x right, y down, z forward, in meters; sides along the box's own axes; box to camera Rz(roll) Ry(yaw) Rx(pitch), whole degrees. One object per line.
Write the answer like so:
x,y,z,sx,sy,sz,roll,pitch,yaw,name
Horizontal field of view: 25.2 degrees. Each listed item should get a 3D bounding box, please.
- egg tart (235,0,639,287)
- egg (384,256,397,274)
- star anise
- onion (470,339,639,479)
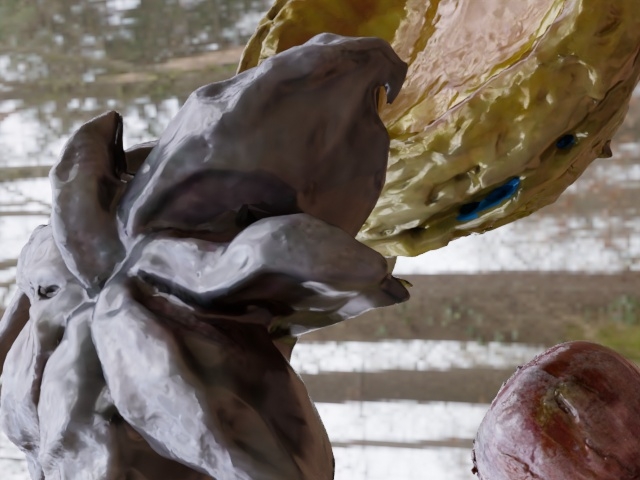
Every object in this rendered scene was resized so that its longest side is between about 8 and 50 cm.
0.104,-0.134,1.069,0.169,0.388,0.388,40,-126,-38,egg tart
0.000,0.000,1.472,0.231,0.169,0.169,-19,-73,-67,egg
-0.089,0.043,0.678,0.139,0.316,0.359,24,-71,-29,star anise
0.221,0.175,1.139,0.159,0.195,0.159,-44,-21,-21,onion
